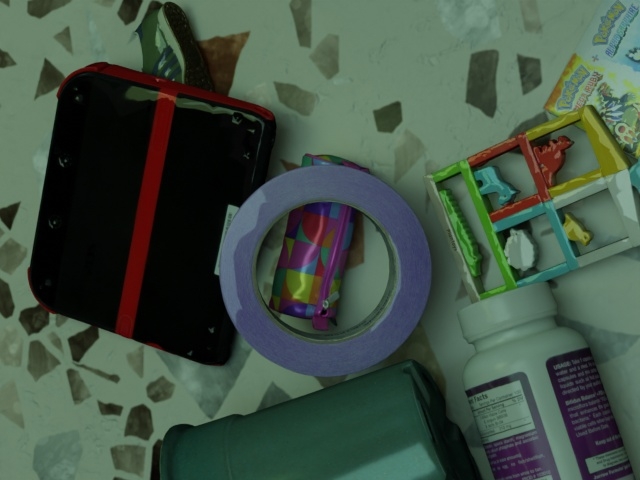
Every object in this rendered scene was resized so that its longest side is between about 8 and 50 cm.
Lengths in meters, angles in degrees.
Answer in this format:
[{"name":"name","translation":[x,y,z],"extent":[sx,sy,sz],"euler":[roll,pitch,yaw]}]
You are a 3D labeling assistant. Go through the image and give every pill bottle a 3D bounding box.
[{"name":"pill bottle","translation":[0.278,0.213,1.838],"extent":[0.169,0.169,0.301],"euler":[-21,80,20]}]

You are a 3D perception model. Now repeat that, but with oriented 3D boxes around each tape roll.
[{"name":"tape roll","translation":[0.005,0.038,1.906],"extent":[0.275,0.090,0.275],"euler":[0,93,-2]}]

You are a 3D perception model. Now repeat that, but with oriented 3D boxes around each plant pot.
[{"name":"plant pot","translation":[0.022,0.333,1.867],"extent":[0.334,0.341,0.341],"euler":[-24,79,11]}]

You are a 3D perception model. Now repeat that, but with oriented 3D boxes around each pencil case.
[{"name":"pencil case","translation":[0.000,0.000,1.997],"extent":[0.104,0.104,0.236],"euler":[11,92,22]}]

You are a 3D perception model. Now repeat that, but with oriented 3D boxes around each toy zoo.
[{"name":"toy zoo","translation":[0.295,-0.050,1.888],"extent":[0.293,0.030,0.192],"euler":[-24,85,27]}]

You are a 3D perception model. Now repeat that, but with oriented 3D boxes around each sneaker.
[{"name":"sneaker","translation":[-0.217,-0.244,2.119],"extent":[0.086,0.064,0.192],"euler":[-22,84,35]}]

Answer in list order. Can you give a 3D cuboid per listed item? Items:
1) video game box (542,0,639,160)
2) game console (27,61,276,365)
[{"name":"video game box","translation":[0.416,-0.215,1.867],"extent":[0.187,0.048,0.205],"euler":[31,99,23]},{"name":"game console","translation":[-0.249,-0.041,2.094],"extent":[0.342,0.060,0.386],"euler":[16,105,16]}]
